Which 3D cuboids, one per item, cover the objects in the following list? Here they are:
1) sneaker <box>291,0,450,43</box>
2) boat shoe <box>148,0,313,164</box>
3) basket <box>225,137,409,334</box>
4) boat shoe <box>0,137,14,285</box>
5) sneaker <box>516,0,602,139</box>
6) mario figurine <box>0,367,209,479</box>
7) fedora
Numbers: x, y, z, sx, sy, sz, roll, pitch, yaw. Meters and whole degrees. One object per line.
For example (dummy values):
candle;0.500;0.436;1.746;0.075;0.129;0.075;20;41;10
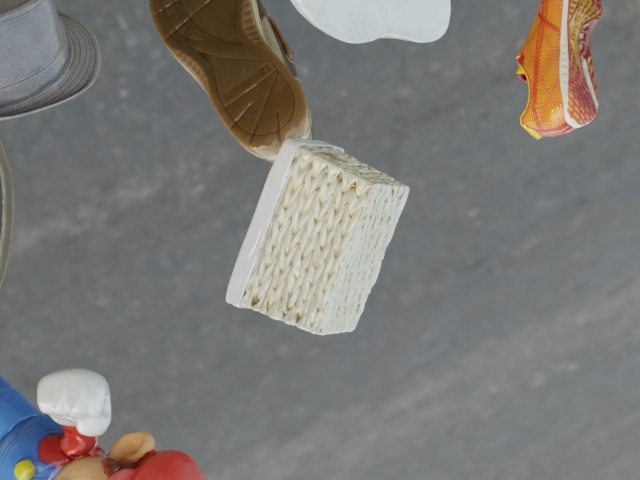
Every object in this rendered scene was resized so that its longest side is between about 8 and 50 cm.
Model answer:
sneaker;0.027;-0.229;1.780;0.212;0.094;0.080;8;95;-48
boat shoe;-0.092;-0.209;2.115;0.123;0.342;0.123;-34;148;3
basket;0.000;0.000;1.728;0.113;0.103;0.167;-1;114;-67
boat shoe;-0.289;-0.093;1.349;0.111;0.307;0.104;-10;-167;-7
sneaker;0.186;-0.163;1.485;0.067;0.175;0.064;-15;141;37
mario figurine;-0.221;0.190;1.413;0.170;0.321;0.198;-51;132;-21
fedora;-0.427;-0.266;2.369;0.275;0.243;0.124;-8;135;-2
